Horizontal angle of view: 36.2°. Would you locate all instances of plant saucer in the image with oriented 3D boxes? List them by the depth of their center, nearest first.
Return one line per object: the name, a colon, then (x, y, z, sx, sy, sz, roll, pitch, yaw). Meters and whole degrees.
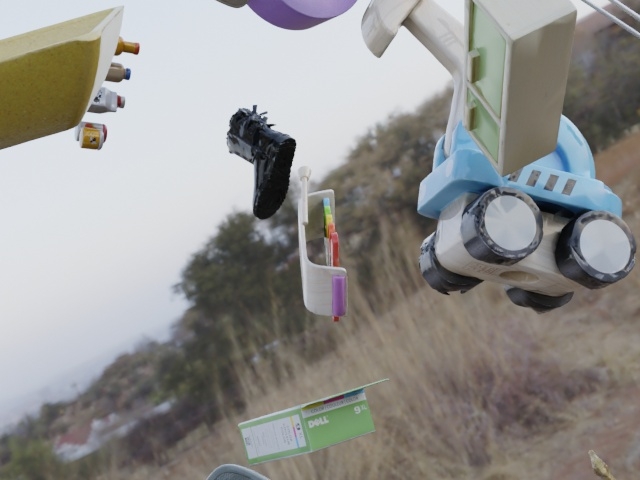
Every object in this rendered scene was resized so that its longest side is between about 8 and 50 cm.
plant saucer: (-0.348, -0.135, 0.949, 0.333, 0.081, 0.333, -17, 18, -2)

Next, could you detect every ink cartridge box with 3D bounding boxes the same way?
ink cartridge box: (-0.004, 0.239, 1.267, 0.109, 0.062, 0.209, -8, -13, -39)

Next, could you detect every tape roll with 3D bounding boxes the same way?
tape roll: (-0.043, -0.537, 1.825, 0.275, 0.275, 0.090, -23, 8, -38)

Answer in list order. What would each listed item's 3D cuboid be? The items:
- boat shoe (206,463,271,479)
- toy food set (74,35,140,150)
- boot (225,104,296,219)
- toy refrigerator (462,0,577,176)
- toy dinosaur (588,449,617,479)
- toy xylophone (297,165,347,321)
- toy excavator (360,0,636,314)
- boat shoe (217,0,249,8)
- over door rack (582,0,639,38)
boat shoe: (-0.014, 0.389, 1.183, 0.118, 0.320, 0.103, -58, -22, -4)
toy food set: (-0.407, -0.273, 1.871, 0.104, 0.232, 0.111, 5, -18, -25)
boot: (-0.081, -0.099, 1.212, 0.045, 0.099, 0.121, -8, -57, -44)
toy refrigerator: (0.231, -0.200, 1.189, 0.094, 0.102, 0.269, -27, -29, -7)
toy dinosaur: (0.393, 0.317, 1.158, 0.053, 0.183, 0.092, -57, -24, -20)
toy xylophone: (0.000, 0.000, 1.960, 0.081, 0.322, 0.236, -3, -48, -3)
toy excavator: (0.250, -0.153, 1.481, 0.433, 0.445, 0.222, 14, -20, -11)
boat shoe: (-0.207, -0.464, 1.690, 0.206, 0.065, 0.075, 18, -66, -49)
over door rack: (0.382, -0.332, 1.286, 0.108, 0.324, 0.239, -44, -3, 16)
